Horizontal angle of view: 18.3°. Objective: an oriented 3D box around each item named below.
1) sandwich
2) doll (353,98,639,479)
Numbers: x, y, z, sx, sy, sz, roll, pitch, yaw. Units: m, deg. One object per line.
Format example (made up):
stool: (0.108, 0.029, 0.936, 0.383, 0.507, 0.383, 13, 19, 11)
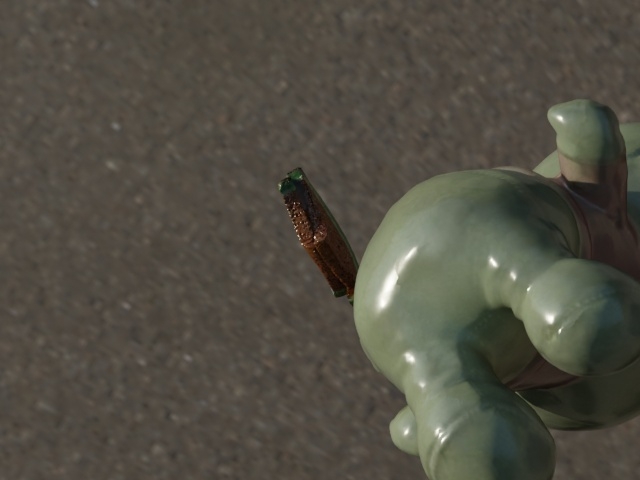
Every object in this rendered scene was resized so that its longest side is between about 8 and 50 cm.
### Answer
sandwich: (-0.002, -0.004, 1.404, 0.026, 0.101, 0.069, -26, 38, 9)
doll: (0.099, 0.013, 0.785, 0.113, 0.275, 0.155, 34, 112, 18)
